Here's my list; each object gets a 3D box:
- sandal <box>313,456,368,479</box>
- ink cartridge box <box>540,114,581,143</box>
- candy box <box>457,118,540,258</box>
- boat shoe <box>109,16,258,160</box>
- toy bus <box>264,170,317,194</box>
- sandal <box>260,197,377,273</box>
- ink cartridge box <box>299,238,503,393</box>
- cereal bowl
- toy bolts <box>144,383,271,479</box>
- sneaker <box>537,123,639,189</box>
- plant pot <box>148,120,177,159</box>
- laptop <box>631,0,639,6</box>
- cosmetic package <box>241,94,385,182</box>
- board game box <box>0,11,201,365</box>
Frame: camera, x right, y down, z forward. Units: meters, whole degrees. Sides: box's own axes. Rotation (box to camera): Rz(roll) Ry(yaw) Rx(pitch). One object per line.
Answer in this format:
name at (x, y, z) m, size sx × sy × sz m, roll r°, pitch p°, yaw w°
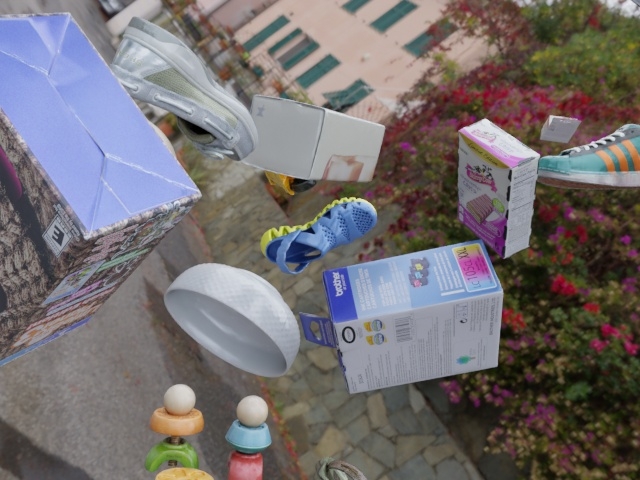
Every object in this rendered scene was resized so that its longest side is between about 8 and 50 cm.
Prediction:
sandal at (0.048, 0.468, 1.231) m, size 0.120 × 0.086 × 0.303 m, roll 59°, pitch -4°, yaw -1°
ink cartridge box at (0.544, -0.259, 1.455) m, size 0.063 × 0.029 × 0.115 m, roll 9°, pitch -15°, yaw 8°
candy box at (0.345, -0.100, 1.275) m, size 0.159 × 0.071 × 0.233 m, roll 50°, pitch -22°, yaw 44°
boat shoe at (-0.189, -0.187, 0.918) m, size 0.118 × 0.103 × 0.320 m, roll 29°, pitch -6°, yaw 20°
toy bus at (-0.065, -0.239, 1.761) m, size 0.211 × 0.220 × 0.149 m, roll 20°, pitch -42°, yaw 58°
sandal at (0.000, 0.000, 1.636) m, size 0.126 × 0.318 × 0.138 m, roll 59°, pitch 10°, yaw -29°
ink cartridge box at (0.161, 0.171, 1.337) m, size 0.151 × 0.396 × 0.270 m, roll -102°, pitch 180°, yaw -45°
cereal bowl at (-0.190, 0.168, 1.505) m, size 0.339 × 0.141 × 0.339 m, roll 22°, pitch -32°, yaw 15°
toy bolts at (-0.198, 0.365, 1.182) m, size 0.229 × 0.158 × 0.218 m, roll 7°, pitch 3°, yaw -16°
sneaker at (0.549, -0.160, 1.230) m, size 0.108 × 0.302 × 0.121 m, roll 180°, pitch -90°, yaw -79°
plant pot at (-0.449, -0.122, 1.399) m, size 0.284 × 0.284 × 0.191 m, roll 53°, pitch 3°, yaw -29°
laptop at (0.737, -0.718, 1.540) m, size 0.382 × 0.236 × 0.408 m, roll 20°, pitch 28°, yaw -25°
cosmetic package at (-0.004, -0.188, 1.237) m, size 0.153 × 0.129 × 0.296 m, roll 18°, pitch 11°, yaw 25°
board game box at (-0.303, -0.041, 0.656) m, size 0.232 × 0.291 × 0.141 m, roll 53°, pitch 37°, yaw 5°
